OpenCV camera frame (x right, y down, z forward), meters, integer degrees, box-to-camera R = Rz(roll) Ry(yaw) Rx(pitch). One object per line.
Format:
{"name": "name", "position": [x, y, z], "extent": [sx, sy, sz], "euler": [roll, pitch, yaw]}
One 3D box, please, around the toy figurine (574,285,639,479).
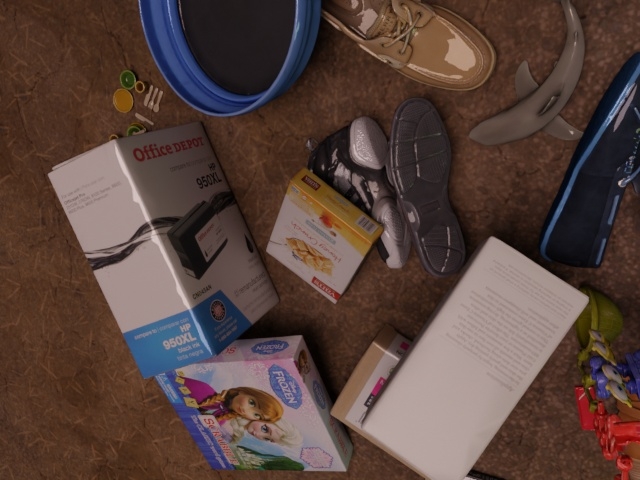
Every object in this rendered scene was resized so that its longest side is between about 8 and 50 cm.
{"name": "toy figurine", "position": [0.502, 0.198, 0.976], "extent": [0.217, 0.362, 0.191], "euler": [-7, 110, 14]}

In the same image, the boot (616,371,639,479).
{"name": "boot", "position": [0.624, 0.297, 1.089], "extent": [0.284, 0.109, 0.220], "euler": [-7, 99, 31]}

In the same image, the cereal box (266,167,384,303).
{"name": "cereal box", "position": [0.000, 0.000, 1.203], "extent": [0.173, 0.047, 0.240], "euler": [37, 147, 8]}

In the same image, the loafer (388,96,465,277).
{"name": "loafer", "position": [0.167, -0.087, 1.153], "extent": [0.109, 0.095, 0.302], "euler": [-15, 98, -11]}

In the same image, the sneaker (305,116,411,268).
{"name": "sneaker", "position": [0.061, -0.073, 1.199], "extent": [0.153, 0.101, 0.268], "euler": [-12, 100, 30]}

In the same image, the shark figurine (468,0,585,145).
{"name": "shark figurine", "position": [0.348, -0.248, 1.024], "extent": [0.166, 0.116, 0.278], "euler": [24, 114, 12]}

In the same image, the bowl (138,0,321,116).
{"name": "bowl", "position": [-0.158, -0.406, 1.135], "extent": [0.391, 0.077, 0.390], "euler": [16, 115, 37]}

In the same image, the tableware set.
{"name": "tableware set", "position": [-0.379, -0.254, 1.357], "extent": [0.104, 0.024, 0.154], "euler": [32, 115, 11]}

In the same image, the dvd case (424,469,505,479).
{"name": "dvd case", "position": [0.281, 0.555, 1.328], "extent": [0.179, 0.029, 0.238], "euler": [12, 109, 18]}

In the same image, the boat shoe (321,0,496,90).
{"name": "boat shoe", "position": [0.115, -0.337, 1.088], "extent": [0.341, 0.110, 0.121], "euler": [29, 113, 12]}

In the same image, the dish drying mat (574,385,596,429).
{"name": "dish drying mat", "position": [0.467, 0.293, 1.190], "extent": [0.032, 0.008, 0.083], "euler": [-9, 102, 23]}

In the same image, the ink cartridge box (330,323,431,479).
{"name": "ink cartridge box", "position": [0.165, 0.301, 1.268], "extent": [0.235, 0.088, 0.193], "euler": [31, 115, 11]}

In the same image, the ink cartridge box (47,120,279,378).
{"name": "ink cartridge box", "position": [-0.268, 0.003, 1.241], "extent": [0.166, 0.285, 0.394], "euler": [-20, 97, 24]}

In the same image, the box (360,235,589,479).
{"name": "box", "position": [0.235, 0.182, 1.078], "extent": [0.168, 0.215, 0.345], "euler": [35, 94, 9]}

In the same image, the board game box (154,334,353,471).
{"name": "board game box", "position": [-0.133, 0.332, 1.350], "extent": [0.318, 0.066, 0.318], "euler": [-8, 123, 24]}

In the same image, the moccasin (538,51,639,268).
{"name": "moccasin", "position": [0.444, -0.111, 1.030], "extent": [0.117, 0.137, 0.341], "euler": [21, 126, 10]}
